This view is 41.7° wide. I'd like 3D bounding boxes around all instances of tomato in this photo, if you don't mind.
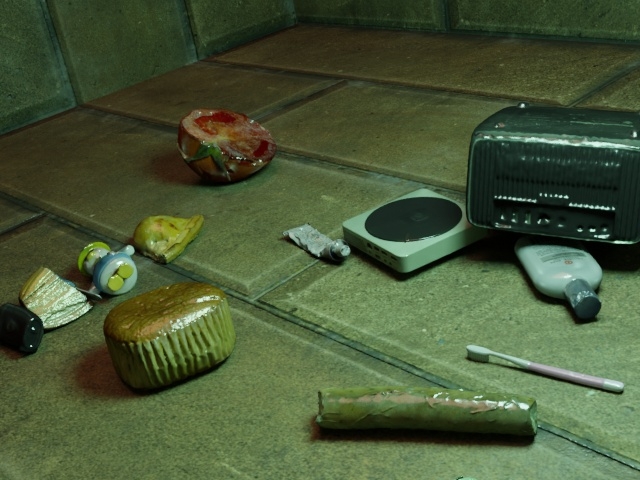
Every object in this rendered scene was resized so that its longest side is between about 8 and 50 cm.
[{"bbox_3d":[-0.299,-0.269,2.566,0.308,0.170,0.309,22,33,-15],"label":"tomato"}]

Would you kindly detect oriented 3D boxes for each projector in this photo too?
[{"bbox_3d":[0.550,-0.163,1.863,0.395,0.242,0.405,9,19,22],"label":"projector"},{"bbox_3d":[0.222,-0.022,1.975,0.259,0.079,0.257,-22,28,-24],"label":"projector"}]

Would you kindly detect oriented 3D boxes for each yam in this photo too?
[{"bbox_3d":[0.170,0.282,1.400,0.371,0.083,0.083,-2,28,15],"label":"yam"}]

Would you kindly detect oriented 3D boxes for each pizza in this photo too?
[{"bbox_3d":[-0.420,-0.014,2.197,0.188,0.081,0.204,-5,28,12],"label":"pizza"}]

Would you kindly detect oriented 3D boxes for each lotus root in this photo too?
[{"bbox_3d":[-0.633,0.146,1.959,0.159,0.095,0.135,45,54,10],"label":"lotus root"}]

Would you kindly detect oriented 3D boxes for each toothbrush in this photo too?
[{"bbox_3d":[0.391,0.228,1.486,0.286,0.025,0.020,11,31,33],"label":"toothbrush"}]

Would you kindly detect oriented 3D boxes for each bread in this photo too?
[{"bbox_3d":[-0.303,0.184,1.696,0.253,0.143,0.227,-23,22,-21],"label":"bread"}]

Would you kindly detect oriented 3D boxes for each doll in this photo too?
[{"bbox_3d":[-0.526,0.067,2.059,0.098,0.135,0.241,5,13,-42],"label":"doll"}]

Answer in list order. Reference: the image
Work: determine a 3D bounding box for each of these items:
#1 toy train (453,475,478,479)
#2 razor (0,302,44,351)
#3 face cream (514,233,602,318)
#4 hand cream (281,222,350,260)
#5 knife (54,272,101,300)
[{"bbox_3d":[0.186,0.406,1.145,0.194,0.081,0.125,-22,33,-26],"label":"toy train"},{"bbox_3d":[-0.670,0.194,1.867,0.148,0.090,0.054,12,1,40],"label":"razor"},{"bbox_3d":[0.499,0.063,1.713,0.143,0.071,0.291,-9,25,-1],"label":"face cream"},{"bbox_3d":[0.001,0.004,2.044,0.084,0.050,0.257,-22,22,-26],"label":"hand cream"},{"bbox_3d":[-0.584,0.120,2.019,0.244,0.058,0.032,13,59,41],"label":"knife"}]
